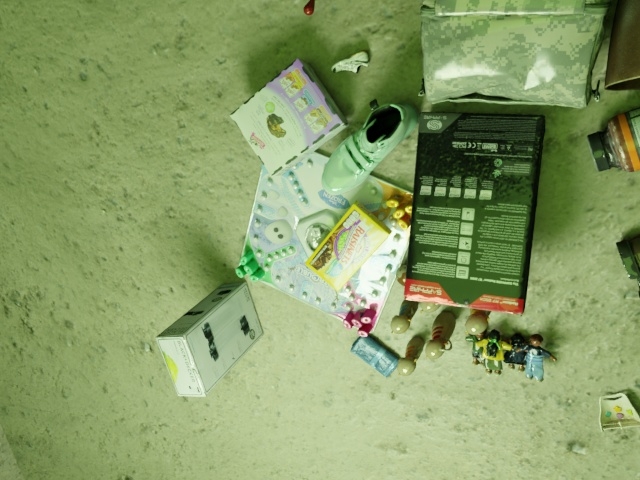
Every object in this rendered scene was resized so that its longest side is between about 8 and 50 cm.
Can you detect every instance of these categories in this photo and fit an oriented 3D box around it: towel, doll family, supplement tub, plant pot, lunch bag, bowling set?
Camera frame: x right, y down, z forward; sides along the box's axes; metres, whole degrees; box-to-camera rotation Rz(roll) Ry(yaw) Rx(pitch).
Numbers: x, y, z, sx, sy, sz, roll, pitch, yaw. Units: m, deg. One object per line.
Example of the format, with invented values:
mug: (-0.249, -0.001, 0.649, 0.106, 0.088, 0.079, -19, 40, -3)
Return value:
towel: (0.136, 0.286, 1.417, 0.119, 0.029, 0.067, 37, 121, 6)
doll family: (0.415, 0.242, 1.249, 0.193, 0.076, 0.111, 3, 109, 18)
supplement tub: (0.569, -0.181, 0.969, 0.198, 0.106, 0.106, -17, 104, 30)
plant pot: (0.546, -0.362, 0.860, 0.215, 0.215, 0.230, -2, 96, 25)
lunch bag: (0.316, -0.352, 0.944, 0.305, 0.212, 0.256, 9, 115, 22)
bowling set: (0.219, 0.162, 1.249, 0.200, 0.154, 0.287, 43, 122, 1)

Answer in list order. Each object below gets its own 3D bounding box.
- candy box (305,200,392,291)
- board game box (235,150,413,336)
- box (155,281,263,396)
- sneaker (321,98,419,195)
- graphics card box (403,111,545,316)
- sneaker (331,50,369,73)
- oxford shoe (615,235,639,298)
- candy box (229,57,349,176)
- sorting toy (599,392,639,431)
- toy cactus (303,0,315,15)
candy box: (0.060, 0.017, 1.275, 0.105, 0.027, 0.206, 39, 122, 0)
board game box: (0.000, 0.000, 1.341, 0.390, 0.050, 0.390, 24, 120, 13)
box: (-0.268, 0.239, 1.428, 0.087, 0.290, 0.169, -7, 109, 27)
sneaker: (0.077, -0.186, 1.137, 0.256, 0.151, 0.094, -43, 82, 21)
graphics card box: (0.295, -0.058, 1.098, 0.233, 0.094, 0.371, 6, 98, 22)
sneaker: (0.061, -0.358, 1.165, 0.083, 0.032, 0.037, -16, 104, 30)
oxford shoe: (0.648, 0.093, 1.068, 0.096, 0.083, 0.227, -23, 102, 26)
candy box: (-0.067, -0.258, 1.211, 0.196, 0.070, 0.165, -34, 89, 18)
sorting toy: (0.638, 0.364, 1.218, 0.083, 0.045, 0.075, -18, 96, 30)
toy cactus: (-0.064, -0.564, 1.108, 0.219, 0.112, 0.180, 39, 103, 7)
